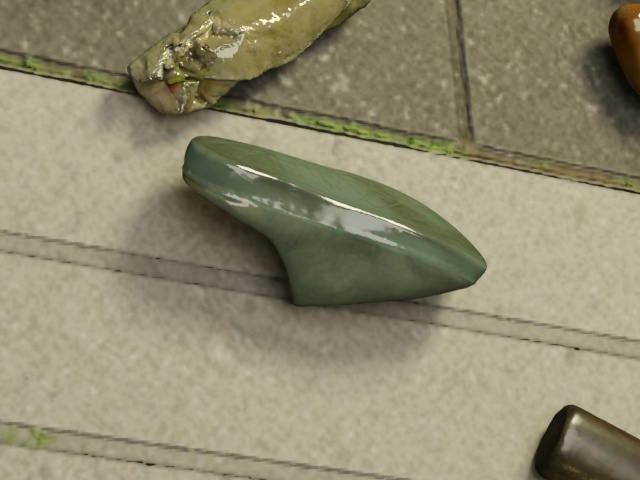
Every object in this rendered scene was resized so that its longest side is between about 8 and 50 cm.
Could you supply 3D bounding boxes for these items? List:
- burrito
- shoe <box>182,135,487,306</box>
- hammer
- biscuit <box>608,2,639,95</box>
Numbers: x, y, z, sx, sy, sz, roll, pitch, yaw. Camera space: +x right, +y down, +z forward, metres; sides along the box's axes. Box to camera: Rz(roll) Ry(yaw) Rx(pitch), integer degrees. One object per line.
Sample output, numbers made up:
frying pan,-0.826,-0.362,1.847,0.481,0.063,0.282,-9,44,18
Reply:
burrito,-0.033,-0.133,1.128,0.188,0.045,0.058,-36,97,-24
shoe,0.000,0.000,1.103,0.195,0.079,0.078,22,106,-21
hammer,0.331,0.216,1.171,0.440,0.044,0.168,28,69,-10
biscuit,0.303,-0.107,1.234,0.208,0.047,0.164,-22,84,-22
